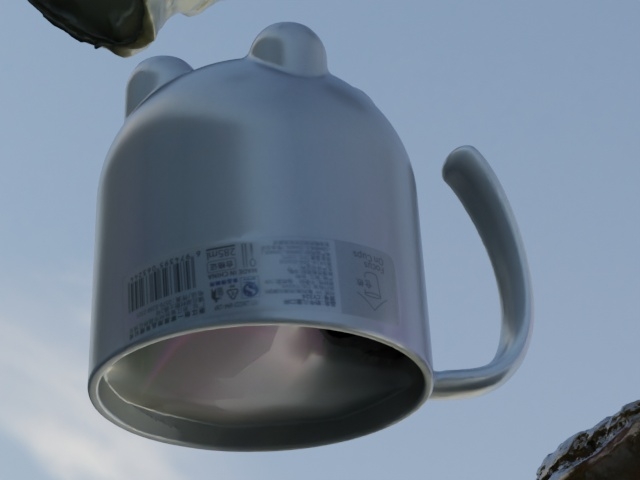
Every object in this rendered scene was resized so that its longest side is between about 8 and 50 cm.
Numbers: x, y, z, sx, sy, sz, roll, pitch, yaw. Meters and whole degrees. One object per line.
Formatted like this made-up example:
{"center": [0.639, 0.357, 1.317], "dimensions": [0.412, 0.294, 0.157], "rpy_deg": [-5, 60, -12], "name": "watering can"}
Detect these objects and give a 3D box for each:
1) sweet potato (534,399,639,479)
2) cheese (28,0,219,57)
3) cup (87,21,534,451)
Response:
{"center": [0.120, 0.102, 0.789], "dimensions": [0.206, 0.060, 0.068], "rpy_deg": [-42, -134, 25], "name": "sweet potato"}
{"center": [-0.099, -0.213, 1.206], "dimensions": [0.175, 0.202, 0.091], "rpy_deg": [41, -33, 25], "name": "cheese"}
{"center": [-0.005, -0.005, 0.788], "dimensions": [0.173, 0.142, 0.134], "rpy_deg": [-5, -27, 7], "name": "cup"}
